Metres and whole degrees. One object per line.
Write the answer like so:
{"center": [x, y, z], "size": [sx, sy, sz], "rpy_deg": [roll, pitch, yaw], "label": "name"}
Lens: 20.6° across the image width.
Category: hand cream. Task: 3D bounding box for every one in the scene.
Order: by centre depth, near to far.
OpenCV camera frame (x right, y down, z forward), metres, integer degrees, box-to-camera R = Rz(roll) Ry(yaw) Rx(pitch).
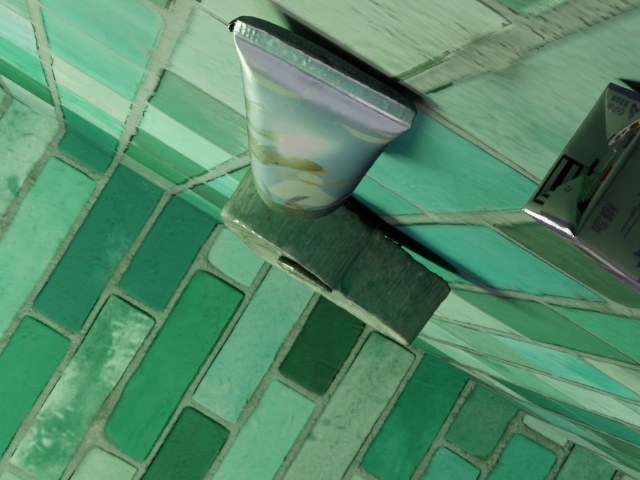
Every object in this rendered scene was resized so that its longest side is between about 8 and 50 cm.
{"center": [-0.005, -0.055, 0.852], "size": [0.088, 0.055, 0.256], "rpy_deg": [31, 170, 2], "label": "hand cream"}

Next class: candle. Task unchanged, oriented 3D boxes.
{"center": [0.000, 0.000, 1.346], "size": [0.192, 0.068, 0.168], "rpy_deg": [37, 175, -28], "label": "candle"}

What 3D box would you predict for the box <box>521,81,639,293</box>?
{"center": [0.122, 0.004, 0.528], "size": [0.117, 0.051, 0.036], "rpy_deg": [31, -176, -23], "label": "box"}
